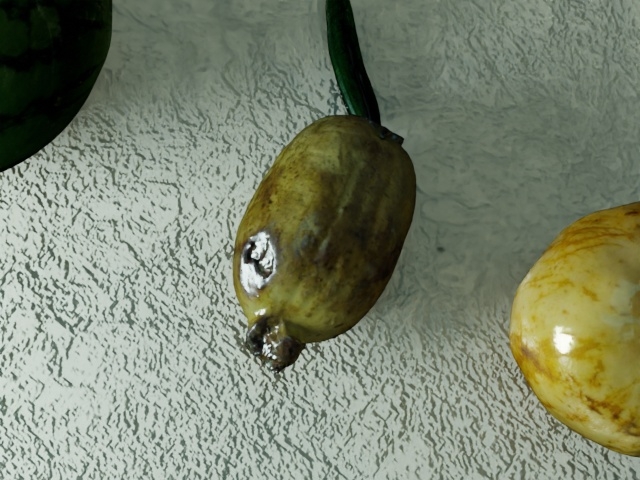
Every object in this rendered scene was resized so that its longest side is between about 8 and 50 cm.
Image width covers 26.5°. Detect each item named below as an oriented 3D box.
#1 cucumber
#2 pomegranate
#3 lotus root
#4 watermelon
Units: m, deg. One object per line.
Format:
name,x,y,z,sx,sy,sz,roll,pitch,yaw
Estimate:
cucumber,0.030,-0.173,1.350,0.036,0.033,0.184,-17,69,13
pomegranate,0.287,0.075,1.177,0.248,0.248,0.248,2,68,-6
lotus root,0.000,0.000,1.227,0.145,0.128,0.260,27,69,-6
watermelon,-0.360,-0.207,1.157,0.363,0.363,0.363,2,68,-6
